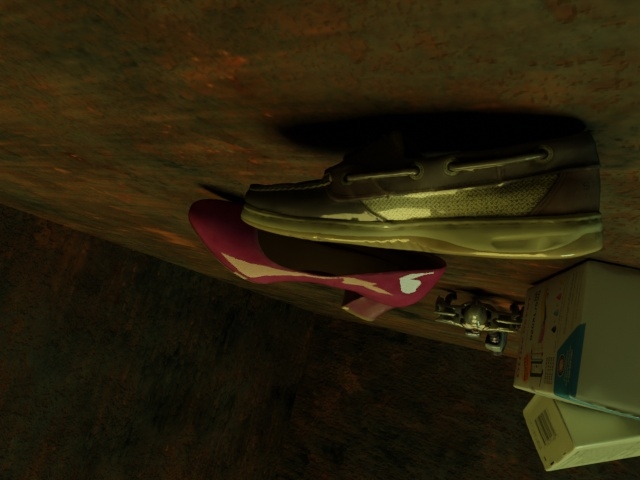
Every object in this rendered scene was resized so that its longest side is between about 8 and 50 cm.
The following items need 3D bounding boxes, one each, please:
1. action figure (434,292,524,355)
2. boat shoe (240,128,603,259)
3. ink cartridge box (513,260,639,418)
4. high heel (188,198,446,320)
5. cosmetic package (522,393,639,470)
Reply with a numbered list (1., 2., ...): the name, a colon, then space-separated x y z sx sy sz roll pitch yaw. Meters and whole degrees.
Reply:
1. action figure: 0.346 0.170 1.036 0.185 0.099 0.285 17 167 28
2. boat shoe: 0.062 -0.040 0.379 0.285 0.092 0.103 5 -176 31
3. ink cartridge box: 0.391 0.146 0.654 0.168 0.171 0.233 13 168 9
4. high heel: 0.000 0.000 0.720 0.377 0.127 0.181 24 137 -23
5. cosmetic package: 0.529 0.292 0.806 0.309 0.113 0.160 -9 142 -3
